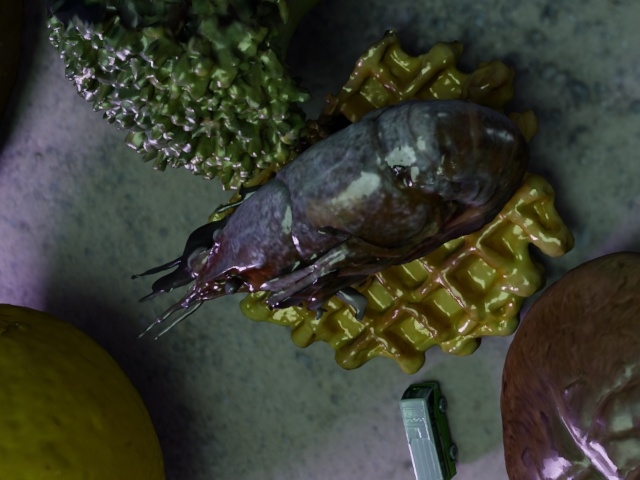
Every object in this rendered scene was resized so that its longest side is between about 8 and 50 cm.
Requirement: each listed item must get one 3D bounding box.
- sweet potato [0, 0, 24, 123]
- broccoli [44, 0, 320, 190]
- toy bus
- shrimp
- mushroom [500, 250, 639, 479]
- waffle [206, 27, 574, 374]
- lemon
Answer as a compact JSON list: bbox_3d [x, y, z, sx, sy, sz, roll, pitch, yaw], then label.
[{"bbox_3d":[-0.348,-0.123,1.167,0.130,0.130,0.422,34,125,14],"label":"sweet potato"},{"bbox_3d":[-0.061,-0.134,0.965,0.242,0.273,0.180,-135,35,-58],"label":"broccoli"},{"bbox_3d":[0.089,0.161,1.077,0.031,0.037,0.083,-7,103,29],"label":"toy bus"},{"bbox_3d":[-0.004,-0.006,0.945,0.343,0.145,0.116,-25,72,27],"label":"shrimp"},{"bbox_3d":[0.238,0.149,0.926,0.278,0.146,0.278,17,113,46],"label":"mushroom"},{"bbox_3d":[0.049,-0.029,1.020,0.310,0.065,0.283,5,111,23],"label":"waffle"},{"bbox_3d":[-0.291,0.222,1.150,0.336,0.336,0.336,9,111,25],"label":"lemon"}]
